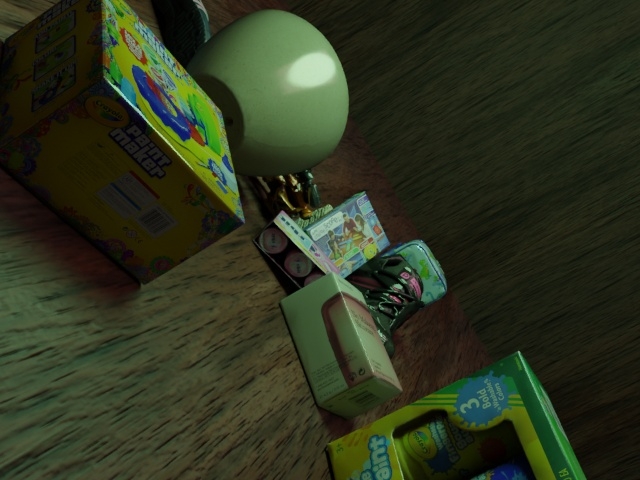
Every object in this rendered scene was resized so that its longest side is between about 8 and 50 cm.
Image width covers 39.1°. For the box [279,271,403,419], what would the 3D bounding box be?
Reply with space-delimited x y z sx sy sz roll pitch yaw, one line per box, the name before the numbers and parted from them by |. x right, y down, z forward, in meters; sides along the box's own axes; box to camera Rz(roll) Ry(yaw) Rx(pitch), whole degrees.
box | 0.040 0.201 1.717 0.148 0.127 0.232 38 25 -57

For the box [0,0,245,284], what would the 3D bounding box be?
box | -0.271 -0.150 1.228 0.290 0.177 0.279 48 17 -41

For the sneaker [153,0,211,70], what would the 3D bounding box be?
sneaker | -0.281 -0.471 2.013 0.131 0.112 0.319 39 26 -50

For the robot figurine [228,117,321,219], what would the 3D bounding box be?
robot figurine | -0.105 -0.168 1.962 0.291 0.085 0.211 62 -24 -3

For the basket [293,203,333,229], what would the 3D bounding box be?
basket | 0.000 0.000 2.052 0.113 0.103 0.167 56 14 -15

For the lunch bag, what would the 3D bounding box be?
lunch bag | 0.205 0.107 2.322 0.176 0.219 0.090 59 13 -1

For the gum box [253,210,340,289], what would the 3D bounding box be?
gum box | -0.042 0.035 1.833 0.188 0.062 0.107 46 14 -5

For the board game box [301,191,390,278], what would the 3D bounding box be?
board game box | 0.054 -0.004 1.960 0.201 0.035 0.136 -33 102 -39

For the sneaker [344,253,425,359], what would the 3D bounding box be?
sneaker | 0.129 0.131 2.027 0.185 0.202 0.483 56 14 -14

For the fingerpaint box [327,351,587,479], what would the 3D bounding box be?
fingerpaint box | 0.239 0.447 1.390 0.163 0.371 0.445 51 17 -40

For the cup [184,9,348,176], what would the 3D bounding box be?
cup | -0.146 -0.259 1.723 0.237 0.331 0.331 -32 92 -53
